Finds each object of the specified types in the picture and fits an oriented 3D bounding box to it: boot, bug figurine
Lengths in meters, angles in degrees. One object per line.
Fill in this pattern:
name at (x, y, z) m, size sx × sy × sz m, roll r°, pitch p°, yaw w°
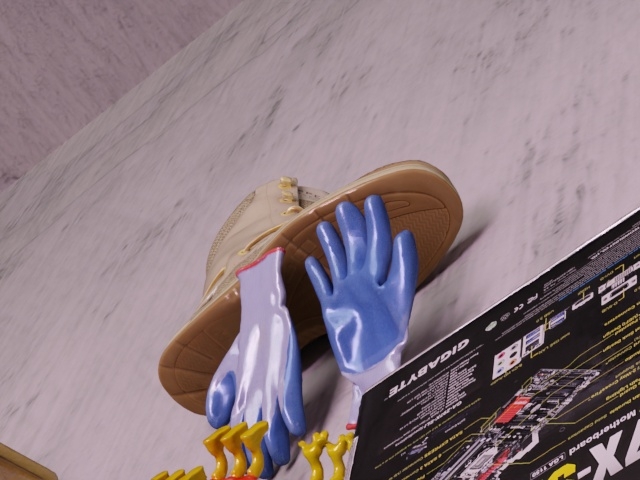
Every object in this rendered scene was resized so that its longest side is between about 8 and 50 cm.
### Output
boot at (0.000, 0.000, 1.440) m, size 0.262 × 0.095 × 0.203 m, roll -40°, pitch 14°, yaw 23°
bug figurine at (-0.084, 0.190, 1.107) m, size 0.216 × 0.072 × 0.279 m, roll -14°, pitch 12°, yaw 42°

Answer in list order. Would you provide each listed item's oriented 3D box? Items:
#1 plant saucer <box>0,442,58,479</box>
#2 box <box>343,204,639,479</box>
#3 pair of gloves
plant saucer at (-0.425, 0.208, 1.492) m, size 0.333 × 0.333 × 0.081 m, roll -40°, pitch 51°, yaw 8°
box at (0.146, 0.081, 0.902) m, size 0.322 × 0.079 × 0.257 m, roll -36°, pitch 19°, yaw 22°
pair of gloves at (-0.009, 0.065, 1.267) m, size 0.198 × 0.023 × 0.159 m, roll -26°, pitch 57°, yaw 40°
